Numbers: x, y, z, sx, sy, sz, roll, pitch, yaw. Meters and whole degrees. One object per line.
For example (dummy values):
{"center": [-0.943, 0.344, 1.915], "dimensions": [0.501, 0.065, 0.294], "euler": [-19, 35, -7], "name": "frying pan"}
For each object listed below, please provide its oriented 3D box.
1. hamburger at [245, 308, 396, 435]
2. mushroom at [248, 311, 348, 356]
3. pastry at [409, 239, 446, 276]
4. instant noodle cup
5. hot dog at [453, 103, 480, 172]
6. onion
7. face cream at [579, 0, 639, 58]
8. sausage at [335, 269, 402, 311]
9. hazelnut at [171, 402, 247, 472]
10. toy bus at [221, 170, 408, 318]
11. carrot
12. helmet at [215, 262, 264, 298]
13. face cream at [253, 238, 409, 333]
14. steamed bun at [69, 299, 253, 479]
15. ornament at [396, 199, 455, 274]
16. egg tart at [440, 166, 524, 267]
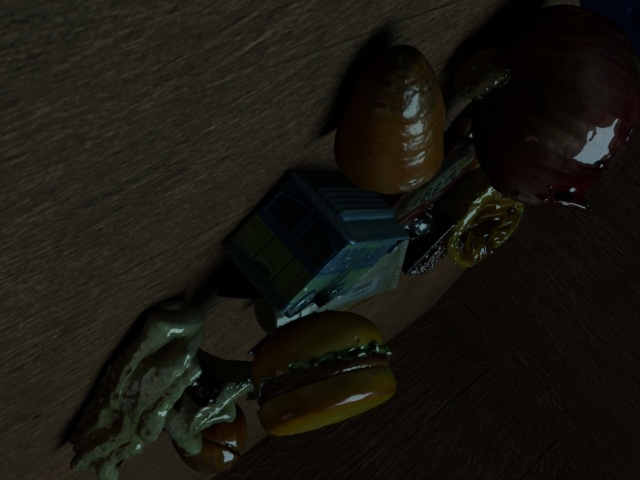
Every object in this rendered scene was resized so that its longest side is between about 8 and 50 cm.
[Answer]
{"center": [-0.006, 0.203, 1.639], "dimensions": [0.246, 0.170, 0.246], "euler": [-15, 165, -4], "name": "hamburger"}
{"center": [-0.011, 0.245, 2.409], "dimensions": [0.236, 0.173, 0.162], "euler": [-44, 170, 3], "name": "mushroom"}
{"center": [0.283, 0.005, 2.696], "dimensions": [0.208, 0.115, 0.097], "euler": [-47, 180, 9], "name": "pastry"}
{"center": [0.171, -0.122, 1.913], "dimensions": [0.274, 0.091, 0.274], "euler": [-41, 167, -11], "name": "instant noodle cup"}
{"center": [0.305, -0.203, 2.124], "dimensions": [0.100, 0.068, 0.249], "euler": [-29, 163, -14], "name": "hot dog"}
{"center": [0.397, -0.217, 1.742], "dimensions": [0.353, 0.353, 0.353], "euler": [-41, 168, -11], "name": "onion"}
{"center": [0.610, -0.459, 1.796], "dimensions": [0.225, 0.249, 0.249], "euler": [-45, 169, -14], "name": "face cream"}
{"center": [0.042, 0.099, 2.196], "dimensions": [0.134, 0.116, 0.354], "euler": [5, -156, 39], "name": "sausage"}
{"center": [-0.252, 0.426, 2.284], "dimensions": [0.182, 0.182, 0.182], "euler": [-41, 168, -11], "name": "hazelnut"}
{"center": [0.000, 0.000, 1.638], "dimensions": [0.190, 0.152, 0.312], "euler": [-46, 167, 16], "name": "toy bus"}
{"center": [0.094, -0.178, 1.397], "dimensions": [0.159, 0.159, 0.225], "euler": [-39, 157, -18], "name": "carrot"}
{"center": [-0.123, 0.061, 1.670], "dimensions": [0.089, 0.057, 0.111], "euler": [-2, 171, 15], "name": "helmet"}
{"center": [0.031, 0.095, 2.044], "dimensions": [0.341, 0.084, 0.137], "euler": [-19, 137, -31], "name": "face cream"}
{"center": [-0.241, 0.259, 1.711], "dimensions": [0.428, 0.189, 0.247], "euler": [-53, 172, 37], "name": "steamed bun"}
{"center": [0.145, -0.056, 2.114], "dimensions": [0.166, 0.153, 0.196], "euler": [-48, 144, 17], "name": "ornament"}
{"center": [0.395, -0.101, 2.532], "dimensions": [0.351, 0.153, 0.339], "euler": [-48, 156, -19], "name": "egg tart"}
